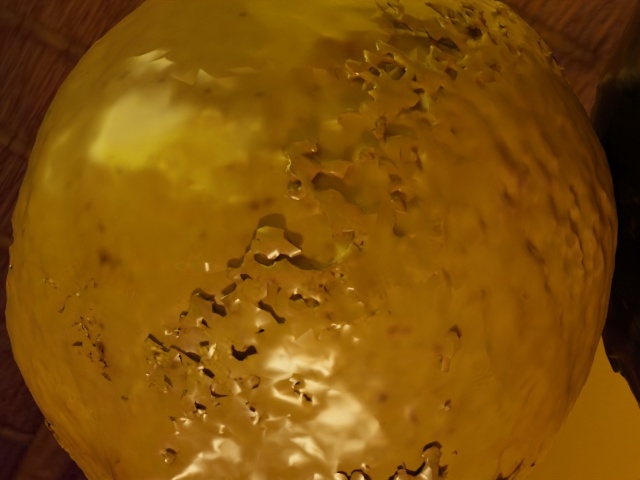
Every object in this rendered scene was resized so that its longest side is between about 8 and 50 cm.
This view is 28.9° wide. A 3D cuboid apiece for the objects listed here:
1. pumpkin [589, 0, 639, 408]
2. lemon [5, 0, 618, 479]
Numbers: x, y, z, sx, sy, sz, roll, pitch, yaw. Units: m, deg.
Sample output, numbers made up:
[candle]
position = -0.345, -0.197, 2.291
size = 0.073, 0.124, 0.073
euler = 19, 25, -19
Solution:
[pumpkin]
position = 0.338, -0.035, 0.635
size = 0.344, 0.454, 0.454
euler = 28, -116, 28
[lemon]
position = 0.000, 0.000, 0.546
size = 0.258, 0.258, 0.310
euler = 45, -146, -11
